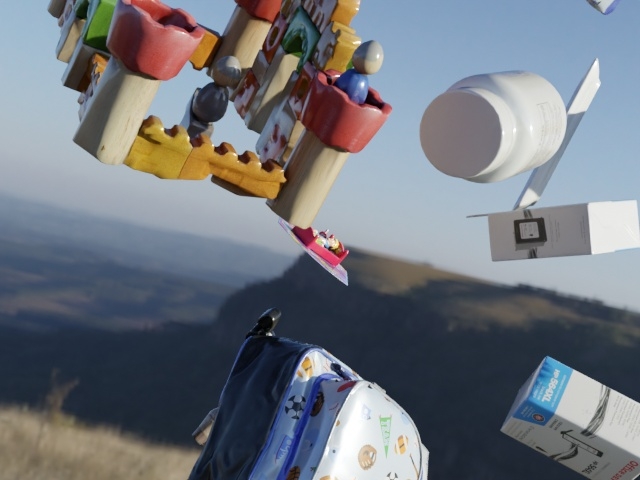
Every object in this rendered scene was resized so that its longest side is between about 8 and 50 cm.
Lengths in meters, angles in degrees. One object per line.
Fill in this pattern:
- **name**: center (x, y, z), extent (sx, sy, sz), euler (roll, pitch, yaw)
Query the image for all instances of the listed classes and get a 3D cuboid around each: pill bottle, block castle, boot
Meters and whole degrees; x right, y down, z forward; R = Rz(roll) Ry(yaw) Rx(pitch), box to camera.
- **pill bottle**: center (0.207, -0.137, 1.512), extent (0.131, 0.131, 0.229), euler (11, 14, 24)
- **block castle**: center (-0.117, -0.229, 1.360), extent (0.303, 0.213, 0.453), euler (19, 22, -25)
- **boot**: center (-0.152, 0.289, 1.950), extent (0.042, 0.087, 0.118), euler (50, -5, 17)

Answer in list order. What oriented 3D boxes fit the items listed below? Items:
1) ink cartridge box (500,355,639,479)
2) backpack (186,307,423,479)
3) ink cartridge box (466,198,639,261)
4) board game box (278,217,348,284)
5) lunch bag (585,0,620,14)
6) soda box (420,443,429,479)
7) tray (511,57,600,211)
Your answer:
- **ink cartridge box**: center (0.391, 0.276, 1.866), extent (0.203, 0.086, 0.148), euler (28, -29, 6)
- **backpack**: center (-0.003, 0.260, 1.444), extent (0.213, 0.276, 0.263), euler (16, -16, 38)
- **ink cartridge box**: center (0.273, -0.010, 1.484), extent (0.104, 0.060, 0.180), euler (-6, 0, -44)
- **board game box**: center (0.000, 0.000, 1.804), extent (0.133, 0.033, 0.169), euler (42, 6, -5)
- **lunch bag**: center (0.371, -0.600, 2.005), extent (0.385, 0.239, 0.328), euler (54, 16, 26)
- **soda box**: center (0.005, 0.336, 1.782), extent (0.286, 0.098, 0.091), euler (-6, -33, 22)
- **tray**: center (0.391, -0.163, 2.052), extent (0.030, 0.270, 0.145), euler (28, -2, 6)
